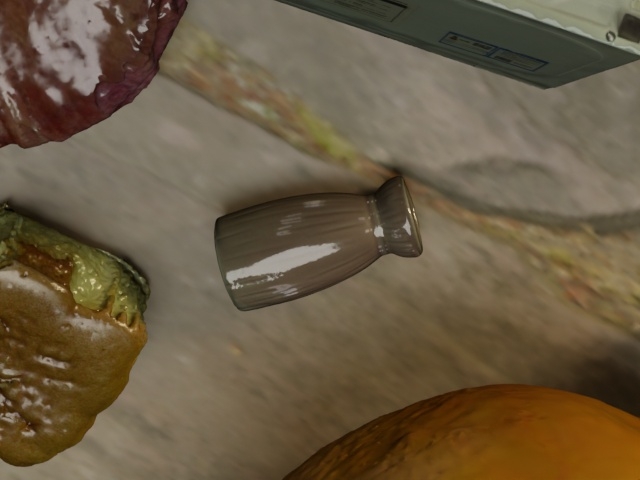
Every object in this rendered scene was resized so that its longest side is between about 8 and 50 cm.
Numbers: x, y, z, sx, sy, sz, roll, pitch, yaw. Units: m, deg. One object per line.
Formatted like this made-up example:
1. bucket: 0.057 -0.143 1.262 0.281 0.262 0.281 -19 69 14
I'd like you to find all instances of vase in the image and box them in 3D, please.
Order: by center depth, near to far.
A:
1. vase: 0.000 0.000 0.761 0.101 0.053 0.053 -15 118 6

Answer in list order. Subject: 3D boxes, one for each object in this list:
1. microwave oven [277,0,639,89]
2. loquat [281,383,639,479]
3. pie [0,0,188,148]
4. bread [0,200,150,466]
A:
1. microwave oven: 0.035 -0.154 0.600 0.208 0.162 0.122 17 88 -7
2. loquat: 0.092 0.229 0.736 0.328 0.328 0.328 1 120 2
3. pie: -0.167 -0.138 0.687 0.204 0.054 0.218 -28 115 16
4. bread: -0.167 0.047 0.786 0.140 0.069 0.128 29 116 -15
